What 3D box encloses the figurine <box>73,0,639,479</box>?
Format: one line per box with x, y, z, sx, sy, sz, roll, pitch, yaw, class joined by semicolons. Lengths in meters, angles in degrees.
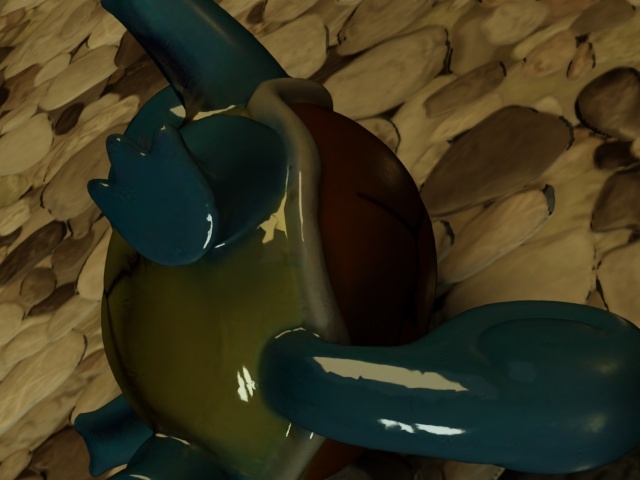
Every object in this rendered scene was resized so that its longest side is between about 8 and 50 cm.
-0.032;0.011;0.880;0.243;0.298;0.416;-13;24;-23;figurine
